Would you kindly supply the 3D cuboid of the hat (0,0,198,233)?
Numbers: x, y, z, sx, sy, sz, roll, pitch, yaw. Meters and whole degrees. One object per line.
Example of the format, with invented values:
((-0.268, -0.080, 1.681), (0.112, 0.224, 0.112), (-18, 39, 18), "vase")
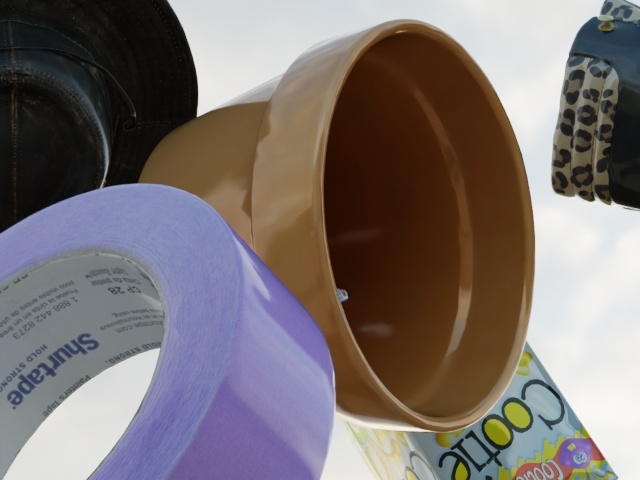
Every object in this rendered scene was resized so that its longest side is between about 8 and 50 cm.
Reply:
((-0.229, -0.059, 1.439), (0.331, 0.134, 0.331), (-9, -54, -12), "hat")

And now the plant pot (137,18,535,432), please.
((0.000, 0.000, 1.396), (0.204, 0.290, 0.291), (-8, -31, 34), "plant pot")

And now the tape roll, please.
((-0.130, 0.104, 0.981), (0.275, 0.274, 0.090), (-28, -52, 19), "tape roll")

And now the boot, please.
((0.369, -0.167, 1.624), (0.284, 0.377, 0.138), (14, -2, 31), "boot")

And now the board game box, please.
((0.111, 0.145, 1.684), (0.144, 0.275, 0.142), (-27, -16, -22), "board game box")
